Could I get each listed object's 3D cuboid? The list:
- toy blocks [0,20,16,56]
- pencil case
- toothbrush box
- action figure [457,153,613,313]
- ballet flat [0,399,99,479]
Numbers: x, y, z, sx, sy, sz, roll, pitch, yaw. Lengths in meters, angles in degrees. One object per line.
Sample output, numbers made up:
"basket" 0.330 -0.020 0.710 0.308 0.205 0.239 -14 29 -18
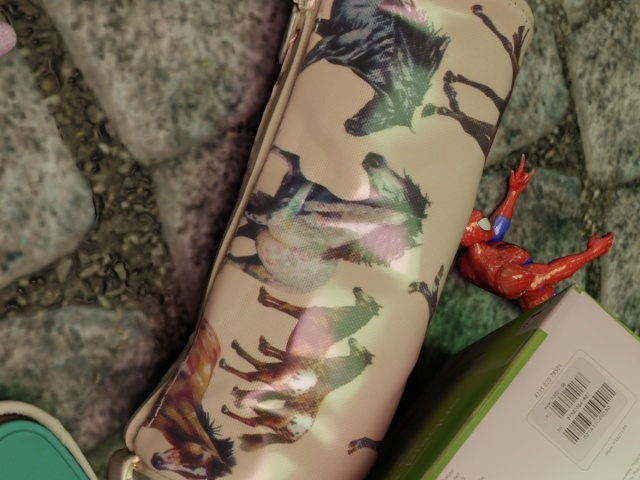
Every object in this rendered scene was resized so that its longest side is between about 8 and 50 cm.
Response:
"toy blocks" -0.209 -0.195 0.351 0.260 0.309 0.289 -14 104 -21
"pencil case" 0.000 0.000 0.584 0.183 0.160 0.411 22 84 -12
"toothbrush box" 0.112 0.171 0.588 0.122 0.283 0.206 41 74 7
"action figure" 0.228 0.034 0.759 0.280 0.091 0.139 38 84 -29
"ballet flat" -0.155 0.272 0.550 0.139 0.139 0.400 -33 112 -23
